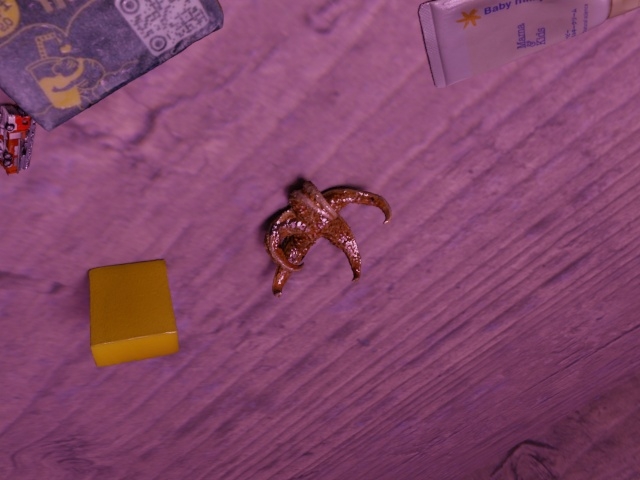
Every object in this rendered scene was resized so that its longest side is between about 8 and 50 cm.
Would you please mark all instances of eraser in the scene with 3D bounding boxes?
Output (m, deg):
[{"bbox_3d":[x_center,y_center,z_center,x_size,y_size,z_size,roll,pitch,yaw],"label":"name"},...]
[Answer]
[{"bbox_3d":[-0.232,0.086,0.703,0.097,0.122,0.045,-9,137,-16],"label":"eraser"}]

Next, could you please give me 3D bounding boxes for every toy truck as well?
[{"bbox_3d":[-0.289,-0.100,0.543,0.032,0.024,0.083,-18,148,-42],"label":"toy truck"}]

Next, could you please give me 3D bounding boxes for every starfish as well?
[{"bbox_3d":[0.000,0.002,0.752,0.146,0.074,0.190,12,130,-33],"label":"starfish"}]

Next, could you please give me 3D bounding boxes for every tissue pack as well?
[{"bbox_3d":[-0.209,-0.219,0.400,0.185,0.081,0.257,-29,141,5],"label":"tissue pack"}]

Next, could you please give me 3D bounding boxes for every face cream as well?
[{"bbox_3d":[0.222,-0.238,0.603,0.224,0.070,0.114,-19,141,10],"label":"face cream"}]
